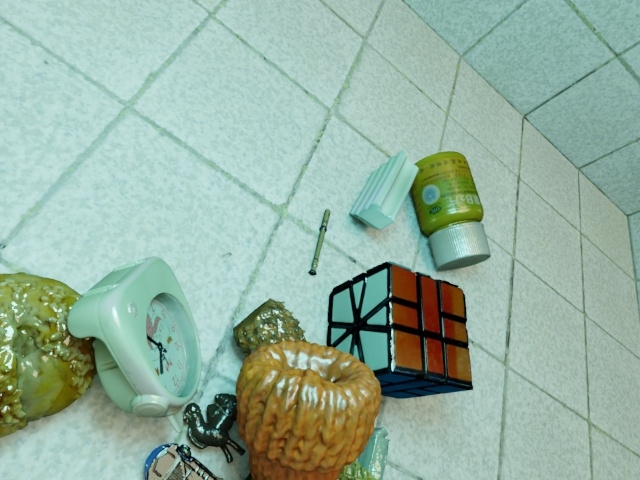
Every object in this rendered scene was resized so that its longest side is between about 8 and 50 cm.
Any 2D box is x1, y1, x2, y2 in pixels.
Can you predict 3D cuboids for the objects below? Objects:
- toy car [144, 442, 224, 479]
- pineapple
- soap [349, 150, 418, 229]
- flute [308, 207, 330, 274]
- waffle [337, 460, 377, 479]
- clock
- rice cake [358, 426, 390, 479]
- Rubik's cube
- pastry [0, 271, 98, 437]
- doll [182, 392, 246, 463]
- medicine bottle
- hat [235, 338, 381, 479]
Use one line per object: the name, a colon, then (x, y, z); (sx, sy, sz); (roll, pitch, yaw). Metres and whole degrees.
toy car: (-0.262, 0.500, 0.903); (0.216, 0.063, 0.103); (42, 50, -4)
pineapple: (-0.059, 0.318, 1.076); (0.165, 0.165, 0.365); (-38, 95, -40)
soap: (0.208, -0.153, 1.469); (0.095, 0.172, 0.290); (41, 51, -13)
flute: (0.000, 0.000, 1.348); (0.027, 0.027, 0.233); (28, 55, -22)
waffle: (0.067, 0.617, 1.045); (0.169, 0.036, 0.183); (-36, 62, -23)
clock: (-0.333, 0.212, 0.878); (0.265, 0.108, 0.324); (-91, 164, -74)
rice cake: (0.110, 0.631, 1.103); (0.063, 0.066, 0.336); (36, 51, -21)
Rubik's cube: (0.203, 0.255, 1.205); (0.283, 0.288, 0.294); (21, 60, -25)
pastry: (-0.542, 0.187, 0.772); (0.315, 0.184, 0.285); (-4, 71, -36)
doll: (-0.220, 0.399, 0.988); (0.165, 0.057, 0.139); (38, 55, -9)
medicine bottle: (0.458, -0.102, 1.591); (0.224, 0.224, 0.385); (2, 69, -35)
hat: (-0.053, 0.416, 0.879); (0.285, 0.285, 0.401); (11, 93, -31)
